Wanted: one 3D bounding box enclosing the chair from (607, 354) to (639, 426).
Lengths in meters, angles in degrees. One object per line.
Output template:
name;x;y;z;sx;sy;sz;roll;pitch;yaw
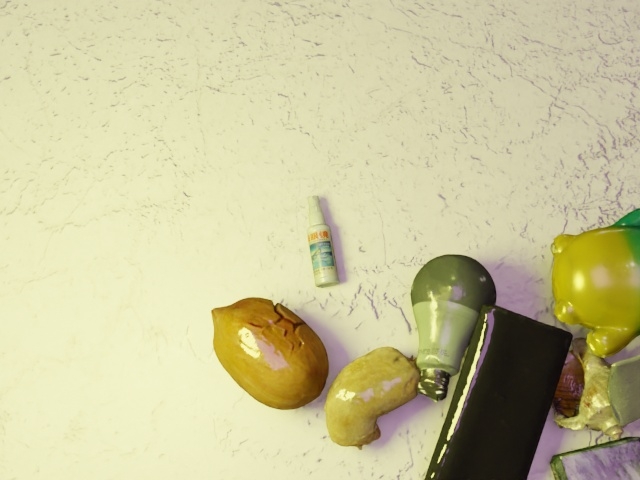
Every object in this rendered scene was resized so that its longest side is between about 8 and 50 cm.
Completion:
chair;0.718;0.253;1.336;0.319;0.186;0.160;-24;119;-19

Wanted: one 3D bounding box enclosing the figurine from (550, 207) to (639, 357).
figurine;0.653;0.083;1.512;0.340;0.231;0.323;0;72;-1

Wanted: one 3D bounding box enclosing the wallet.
wallet;0.367;0.350;1.489;0.228;0.062;0.406;20;88;-20

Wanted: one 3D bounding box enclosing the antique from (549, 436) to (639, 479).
antique;0.573;0.469;1.489;0.183;0.088;0.086;-15;73;1

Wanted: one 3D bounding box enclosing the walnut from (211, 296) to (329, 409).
walnut;-0.114;0.234;1.556;0.298;0.203;0.203;38;82;1

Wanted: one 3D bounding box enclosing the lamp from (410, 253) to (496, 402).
lamp;0.252;0.172;1.540;0.182;0.182;0.314;30;71;12

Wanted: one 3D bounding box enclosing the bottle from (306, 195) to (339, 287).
bottle;0.000;0.000;1.685;0.060;0.060;0.217;-10;73;3

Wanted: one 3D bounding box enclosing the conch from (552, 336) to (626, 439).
conch;0.561;0.311;1.504;0.178;0.163;0.245;-20;47;13

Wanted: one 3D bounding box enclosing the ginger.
ginger;0.111;0.323;1.551;0.267;0.138;0.152;-44;120;-1
